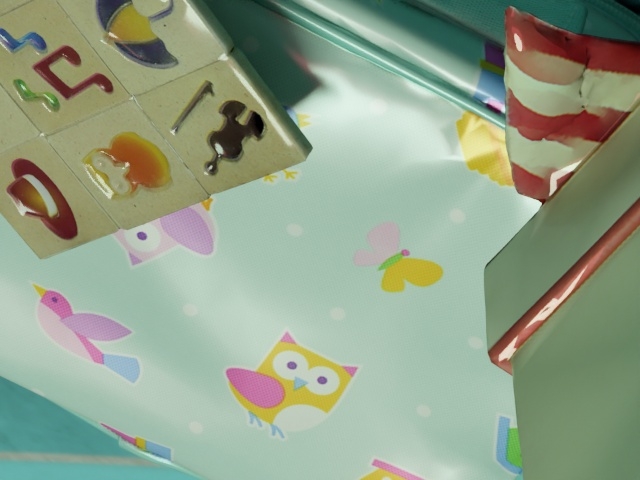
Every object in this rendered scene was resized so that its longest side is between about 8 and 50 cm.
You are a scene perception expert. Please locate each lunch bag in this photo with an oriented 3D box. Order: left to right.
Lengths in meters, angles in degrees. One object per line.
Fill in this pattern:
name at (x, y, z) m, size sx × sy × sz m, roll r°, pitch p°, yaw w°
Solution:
lunch bag at (-0.015, -0.025, 0.619) m, size 0.279 × 0.108 × 0.224 m, roll 27°, pitch 129°, yaw -3°

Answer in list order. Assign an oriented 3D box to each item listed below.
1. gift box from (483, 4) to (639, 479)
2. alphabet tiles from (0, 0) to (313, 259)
gift box at (0.186, 0.022, 0.409) m, size 0.276 × 0.258 × 0.255 m, roll 37°, pitch 116°, yaw -18°
alphabet tiles at (-0.112, -0.097, 0.509) m, size 0.198 × 0.009 × 0.237 m, roll -19°, pitch 119°, yaw 38°
